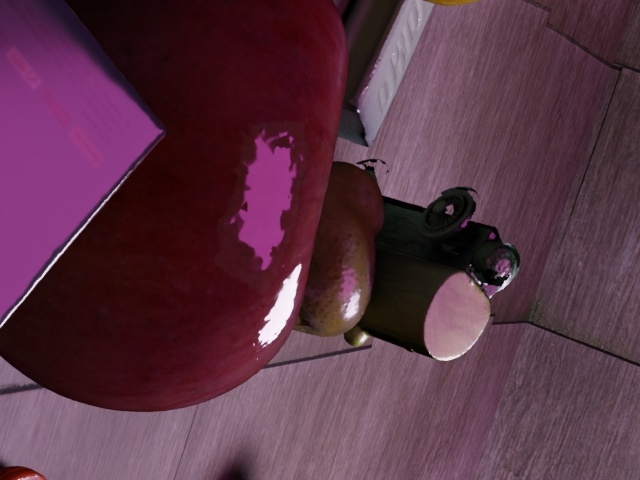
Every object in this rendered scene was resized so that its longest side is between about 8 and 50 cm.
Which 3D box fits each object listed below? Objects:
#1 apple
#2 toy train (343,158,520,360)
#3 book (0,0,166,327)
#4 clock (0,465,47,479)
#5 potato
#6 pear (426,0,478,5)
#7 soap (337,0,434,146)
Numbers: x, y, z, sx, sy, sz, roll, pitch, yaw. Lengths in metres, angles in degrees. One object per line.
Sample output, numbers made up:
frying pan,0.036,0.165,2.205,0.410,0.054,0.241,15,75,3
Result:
apple,-0.130,-0.052,1.264,0.345,0.269,0.344,-170,-90,-89
toy train,0.075,0.022,1.936,0.189,0.307,0.126,-44,124,-21
book,-0.266,-0.018,0.951,0.379,0.031,0.264,-52,124,-24
clock,-0.280,0.286,1.488,0.205,0.051,0.205,-56,159,-36
potato,0.000,0.000,1.857,0.157,0.157,0.194,83,28,-55
pear,0.137,-0.337,1.827,0.209,0.209,0.209,-56,158,-38
soap,0.062,-0.211,1.950,0.198,0.063,0.114,-65,163,-14
